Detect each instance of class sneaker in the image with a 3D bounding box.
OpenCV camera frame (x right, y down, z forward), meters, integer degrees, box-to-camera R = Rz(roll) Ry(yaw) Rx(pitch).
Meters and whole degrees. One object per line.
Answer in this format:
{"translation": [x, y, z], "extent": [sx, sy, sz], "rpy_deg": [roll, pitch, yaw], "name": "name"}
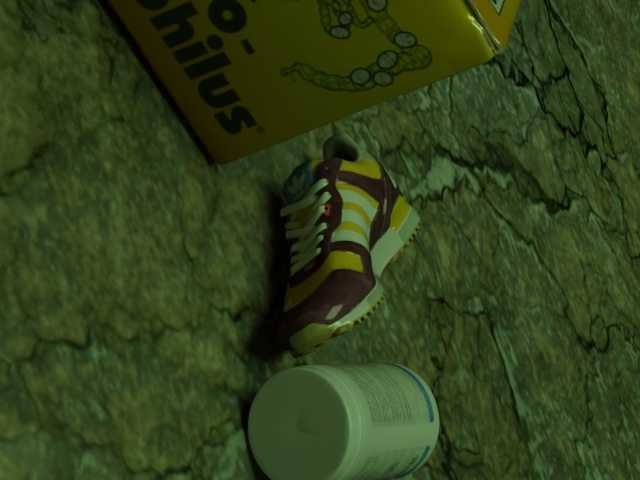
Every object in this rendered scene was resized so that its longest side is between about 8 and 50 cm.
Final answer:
{"translation": [0.000, 0.000, 0.989], "extent": [0.084, 0.069, 0.185], "rpy_deg": [54, 26, -12], "name": "sneaker"}

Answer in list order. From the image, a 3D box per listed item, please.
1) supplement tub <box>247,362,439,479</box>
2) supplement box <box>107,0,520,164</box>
{"translation": [0.015, 0.105, 0.937], "extent": [0.107, 0.071, 0.071], "rpy_deg": [7, 67, -58], "name": "supplement tub"}
{"translation": [0.014, -0.242, 1.014], "extent": [0.194, 0.195, 0.356], "rpy_deg": [56, 32, -23], "name": "supplement box"}
